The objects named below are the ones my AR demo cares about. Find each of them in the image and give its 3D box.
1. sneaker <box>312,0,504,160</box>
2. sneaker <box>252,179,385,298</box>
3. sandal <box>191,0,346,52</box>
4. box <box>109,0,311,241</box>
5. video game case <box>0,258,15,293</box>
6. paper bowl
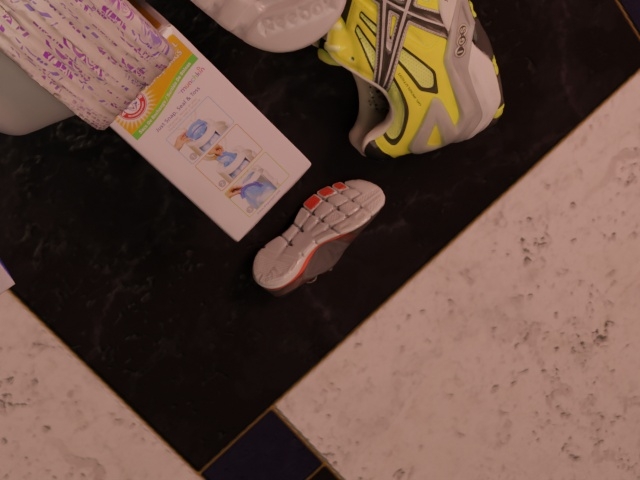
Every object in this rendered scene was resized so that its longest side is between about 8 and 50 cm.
[{"bbox_3d":[0.053,-0.237,1.467,0.147,0.145,0.384,-29,119,-12],"label":"sneaker"},{"bbox_3d":[0.000,0.000,1.604,0.158,0.061,0.065,-36,148,-6],"label":"sneaker"},{"bbox_3d":[-0.139,-0.332,1.366,0.169,0.102,0.416,-34,112,9],"label":"sandal"},{"bbox_3d":[-0.124,-0.113,1.452,0.103,0.114,0.203,-46,123,1],"label":"box"},{"bbox_3d":[-0.416,0.000,1.241,0.244,0.061,0.269,-37,119,-9],"label":"video game case"},{"bbox_3d":[-0.263,-0.196,1.254,0.148,0.284,0.284,-45,122,3],"label":"paper bowl"}]
